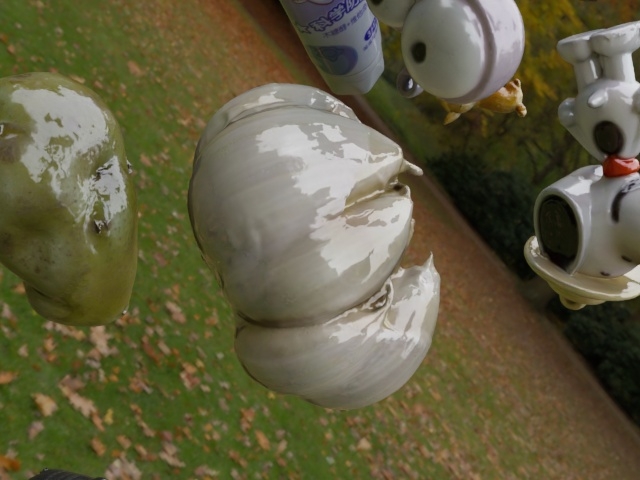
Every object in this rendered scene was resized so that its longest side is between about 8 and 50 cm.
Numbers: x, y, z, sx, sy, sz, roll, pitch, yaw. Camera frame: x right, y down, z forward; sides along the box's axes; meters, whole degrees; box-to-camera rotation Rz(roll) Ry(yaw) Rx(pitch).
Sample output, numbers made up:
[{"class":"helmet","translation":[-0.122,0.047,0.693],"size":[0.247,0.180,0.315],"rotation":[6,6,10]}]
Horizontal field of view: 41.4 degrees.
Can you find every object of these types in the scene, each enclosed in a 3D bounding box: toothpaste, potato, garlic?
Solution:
[{"class":"toothpaste","translation":[0.000,-0.256,0.811],"size":[0.080,0.125,0.371],"rotation":[48,-4,22]},{"class":"potato","translation":[-0.329,-0.040,1.069],"size":[0.218,0.202,0.351],"rotation":[-93,168,-55]},{"class":"garlic","translation":[-0.006,-0.009,0.704],"size":[0.185,0.203,0.281],"rotation":[44,24,-65]}]

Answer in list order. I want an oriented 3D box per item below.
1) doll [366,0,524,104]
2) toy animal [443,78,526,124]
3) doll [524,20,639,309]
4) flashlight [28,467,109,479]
[{"class":"doll","translation":[0.111,-0.238,0.623],"size":[0.160,0.094,0.365],"rotation":[48,-31,23]},{"class":"toy animal","translation":[0.184,-0.157,0.968],"size":[0.081,0.083,0.060],"rotation":[59,-24,25]},{"class":"doll","translation":[0.288,-0.074,0.879],"size":[0.144,0.208,0.272],"rotation":[-24,89,-47]},{"class":"flashlight","translation":[-0.232,0.383,1.128],"size":[0.103,0.423,0.103],"rotation":[-3,93,-58]}]
